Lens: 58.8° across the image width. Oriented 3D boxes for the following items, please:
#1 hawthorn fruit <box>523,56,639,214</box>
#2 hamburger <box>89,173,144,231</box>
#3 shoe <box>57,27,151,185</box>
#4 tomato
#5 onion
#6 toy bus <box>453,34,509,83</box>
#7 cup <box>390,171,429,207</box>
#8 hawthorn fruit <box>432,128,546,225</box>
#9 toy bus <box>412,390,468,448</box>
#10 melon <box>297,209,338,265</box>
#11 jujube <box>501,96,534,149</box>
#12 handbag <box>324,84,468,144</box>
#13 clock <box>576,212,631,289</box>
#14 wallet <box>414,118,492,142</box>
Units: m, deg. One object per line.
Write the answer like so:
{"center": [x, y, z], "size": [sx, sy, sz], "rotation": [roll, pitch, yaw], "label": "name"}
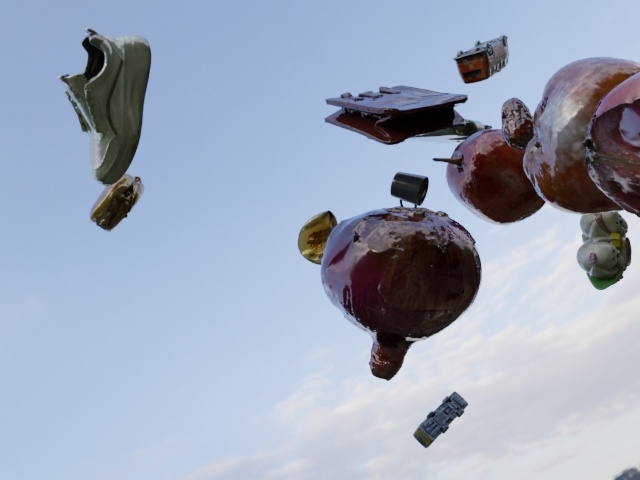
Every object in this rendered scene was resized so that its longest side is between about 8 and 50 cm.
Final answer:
{"center": [0.424, -0.143, 0.846], "size": [0.263, 0.235, 0.231], "rotation": [25, -71, -20], "label": "hawthorn fruit"}
{"center": [-0.485, -0.095, 1.357], "size": [0.138, 0.147, 0.083], "rotation": [-43, -68, 12], "label": "hamburger"}
{"center": [-0.447, -0.276, 1.135], "size": [0.159, 0.124, 0.316], "rotation": [13, -92, -46], "label": "shoe"}
{"center": [0.338, -0.094, 0.508], "size": [0.099, 0.173, 0.189], "rotation": [-59, -33, -14], "label": "tomato"}
{"center": [0.159, 0.115, 1.211], "size": [0.348, 0.348, 0.384], "rotation": [0, -77, -35], "label": "onion"}
{"center": [0.560, -0.617, 1.934], "size": [0.265, 0.121, 0.119], "rotation": [-39, -63, -46], "label": "toy bus"}
{"center": [0.224, -0.123, 1.449], "size": [0.078, 0.077, 0.100], "rotation": [-20, -57, -60], "label": "cup"}
{"center": [0.470, -0.189, 1.598], "size": [0.331, 0.287, 0.287], "rotation": [15, -50, -8], "label": "hawthorn fruit"}
{"center": [0.330, 0.489, 1.550], "size": [0.191, 0.064, 0.075], "rotation": [-22, -35, -46], "label": "toy bus"}
{"center": [0.000, 0.000, 1.639], "size": [0.128, 0.160, 0.079], "rotation": [-7, -5, 7], "label": "melon"}
{"center": [0.436, -0.260, 1.259], "size": [0.078, 0.129, 0.077], "rotation": [-2, -33, -1], "label": "jujube"}
{"center": [0.182, -0.316, 1.371], "size": [0.260, 0.276, 0.084], "rotation": [-20, -60, -30], "label": "handbag"}
{"center": [0.676, 0.008, 1.361], "size": [0.103, 0.230, 0.144], "rotation": [-6, -30, 38], "label": "clock"}
{"center": [0.437, -0.381, 1.981], "size": [0.360, 0.252, 0.083], "rotation": [-11, -79, -53], "label": "wallet"}
